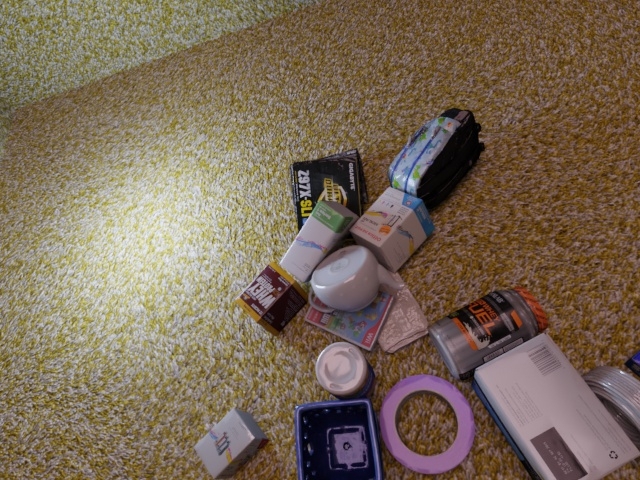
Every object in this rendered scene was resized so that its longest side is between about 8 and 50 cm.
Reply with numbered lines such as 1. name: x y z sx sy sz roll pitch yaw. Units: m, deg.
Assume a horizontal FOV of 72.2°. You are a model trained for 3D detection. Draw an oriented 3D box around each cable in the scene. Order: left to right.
1. cable: 0.805 0.452 1.151 0.089 0.257 0.257 -32 57 -8

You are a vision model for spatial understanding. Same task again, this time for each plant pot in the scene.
1. plant pot: 0.068 0.611 1.304 0.236 0.212 0.235 -11 60 11

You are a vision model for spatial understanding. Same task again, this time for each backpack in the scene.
1. backpack: 0.426 -0.284 1.662 0.274 0.290 0.355 19 76 33

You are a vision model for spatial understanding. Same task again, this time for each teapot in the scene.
1. teapot: 0.102 0.153 1.484 0.253 0.187 0.256 -40 26 -17

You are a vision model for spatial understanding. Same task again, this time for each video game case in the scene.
1. video game case: 0.098 0.244 1.562 0.285 0.025 0.203 19 77 32

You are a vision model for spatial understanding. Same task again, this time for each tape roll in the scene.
1. tape roll: 0.322 0.555 1.333 0.275 0.090 0.274 -6 62 12

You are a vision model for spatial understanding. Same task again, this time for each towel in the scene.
1. towel: 0.244 0.243 1.545 0.187 0.049 0.282 -29 59 -1

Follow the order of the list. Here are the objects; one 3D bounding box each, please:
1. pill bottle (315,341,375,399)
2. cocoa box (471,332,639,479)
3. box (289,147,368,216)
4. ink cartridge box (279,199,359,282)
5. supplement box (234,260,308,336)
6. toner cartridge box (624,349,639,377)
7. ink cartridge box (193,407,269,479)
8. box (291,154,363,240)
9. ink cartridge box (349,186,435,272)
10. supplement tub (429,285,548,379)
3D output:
1. pill bottle: 0.089 0.422 1.363 0.153 0.272 0.152 -7 61 13
2. cocoa box: 0.614 0.479 1.208 0.232 0.228 0.347 -29 59 -1
3. box: 0.032 -0.239 1.846 0.308 0.076 0.242 -13 60 9
4. ink cartridge box: 0.000 0.000 1.590 0.117 0.201 0.278 37 104 14
5. supplement box: -0.169 0.214 1.595 0.129 0.191 0.194 37 78 29
6. toner cartridge box: 1.058 0.416 1.204 0.165 0.075 0.347 -38 59 -5
7. ink cartridge box: -0.289 0.662 1.428 0.176 0.128 0.127 -43 60 -7
8. box: 0.033 -0.156 1.710 0.258 0.079 0.321 -3 96 15
9. ink cartridge box: 0.260 -0.040 1.599 0.232 0.168 0.171 -47 43 -11
10. supplement tub: 0.517 0.280 1.363 0.316 0.193 0.193 -28 59 -1
